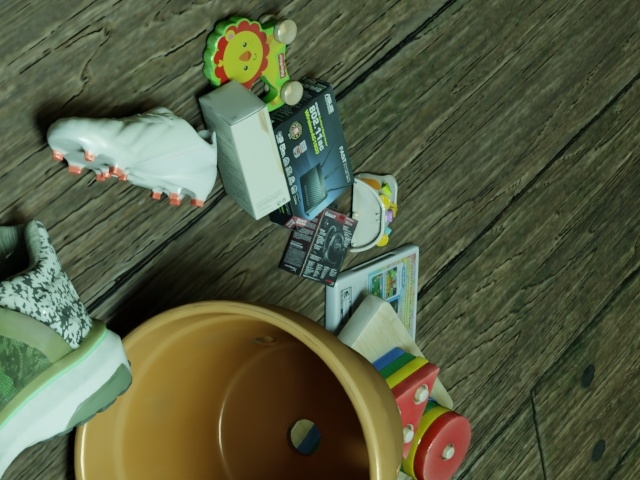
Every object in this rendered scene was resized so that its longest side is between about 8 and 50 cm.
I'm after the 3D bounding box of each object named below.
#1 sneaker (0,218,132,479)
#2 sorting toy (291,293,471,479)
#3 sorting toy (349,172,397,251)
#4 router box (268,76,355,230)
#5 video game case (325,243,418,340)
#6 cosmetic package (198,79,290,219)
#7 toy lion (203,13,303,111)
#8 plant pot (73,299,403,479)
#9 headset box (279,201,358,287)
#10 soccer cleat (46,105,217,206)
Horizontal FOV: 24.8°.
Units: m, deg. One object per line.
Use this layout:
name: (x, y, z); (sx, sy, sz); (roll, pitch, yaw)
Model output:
sneaker: (-0.296, 0.096, 1.058); (0.410, 0.158, 0.182); (-41, 116, -64)
sorting toy: (0.057, 0.233, 1.586); (0.255, 0.089, 0.257); (-53, 143, -15)
sorting toy: (0.064, -0.035, 1.551); (0.075, 0.045, 0.083); (-41, 137, -59)
router box: (-0.018, -0.084, 1.421); (0.092, 0.038, 0.122); (-43, 135, -32)
video game case: (0.056, 0.096, 1.609); (0.143, 0.019, 0.157); (-22, 121, -45)
cosmetic package: (-0.068, -0.082, 1.330); (0.041, 0.060, 0.115); (-31, 137, -19)
toy lion: (-0.065, -0.161, 1.340); (0.096, 0.034, 0.100); (-28, 127, -32)
plant pot: (-0.050, 0.193, 1.336); (0.203, 0.291, 0.290); (-4, 109, -69)
headset box: (0.000, 0.000, 1.485); (0.062, 0.032, 0.083); (20, 89, -53)
soccer cleat: (-0.158, -0.083, 1.236); (0.196, 0.068, 0.076); (20, 77, -55)
